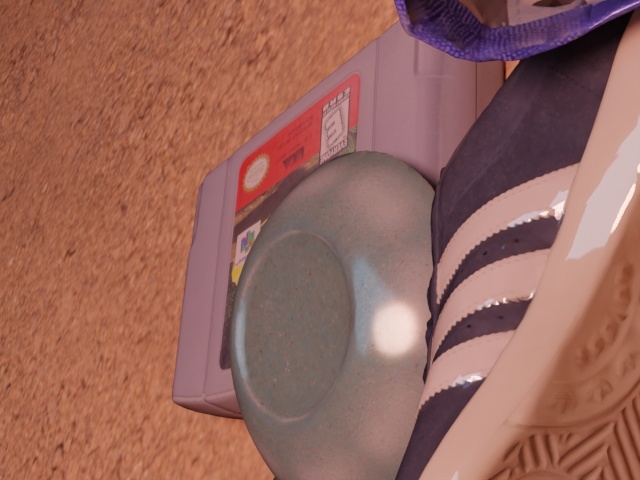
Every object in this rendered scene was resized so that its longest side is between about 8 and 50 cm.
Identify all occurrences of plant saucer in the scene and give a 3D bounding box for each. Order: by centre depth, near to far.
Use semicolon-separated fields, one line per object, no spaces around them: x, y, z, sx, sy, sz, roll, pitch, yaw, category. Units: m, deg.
-0.002;0.046;0.692;0.195;0.037;0.195;-13;73;51;plant saucer

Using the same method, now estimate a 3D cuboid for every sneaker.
0.088;0.045;0.550;0.148;0.131;0.350;10;70;60;sneaker

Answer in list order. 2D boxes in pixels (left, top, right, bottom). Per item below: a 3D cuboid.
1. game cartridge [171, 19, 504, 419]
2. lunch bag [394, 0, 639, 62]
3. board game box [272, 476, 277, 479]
0.000;0.000;0.808;0.294;0.060;0.196;-34;48;47;game cartridge
0.150;-0.285;0.505;0.385;0.239;0.328;-50;18;36;lunch bag
-0.019;0.206;0.726;0.186;0.026;0.126;-62;29;13;board game box
